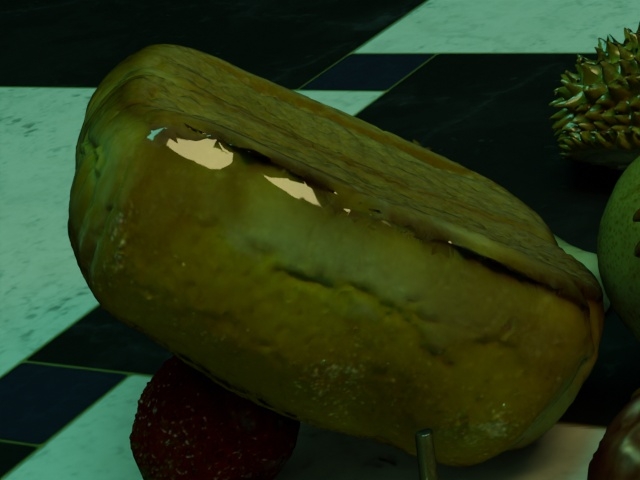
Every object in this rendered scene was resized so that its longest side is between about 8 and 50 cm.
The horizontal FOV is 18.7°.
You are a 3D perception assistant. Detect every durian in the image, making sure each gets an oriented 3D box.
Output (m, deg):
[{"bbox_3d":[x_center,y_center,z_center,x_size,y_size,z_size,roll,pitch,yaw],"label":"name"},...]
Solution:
[{"bbox_3d":[0.290,-0.116,1.521,0.250,0.138,0.183,3,34,45],"label":"durian"}]

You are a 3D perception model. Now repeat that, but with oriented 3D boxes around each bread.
[{"bbox_3d":[-0.004,0.007,1.224,0.337,0.148,0.328,23,11,-14],"label":"bread"}]

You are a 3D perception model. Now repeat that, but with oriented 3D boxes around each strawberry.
[{"bbox_3d":[-0.066,0.117,1.194,0.106,0.106,0.106,-10,22,4],"label":"strawberry"}]

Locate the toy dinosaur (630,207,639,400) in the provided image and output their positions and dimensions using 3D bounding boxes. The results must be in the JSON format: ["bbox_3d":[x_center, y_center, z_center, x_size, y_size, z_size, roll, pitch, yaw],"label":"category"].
[{"bbox_3d":[0.282,0.001,0.990,0.208,0.097,0.432,11,-37,-37],"label":"toy dinosaur"}]

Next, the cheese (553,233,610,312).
[{"bbox_3d":[0.142,0.012,1.395,0.065,0.043,0.194,-24,26,-15],"label":"cheese"}]

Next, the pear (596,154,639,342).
[{"bbox_3d":[0.250,0.007,1.188,0.167,0.167,0.136,-25,-12,-28],"label":"pear"}]

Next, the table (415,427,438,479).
[{"bbox_3d":[-0.005,0.186,0.960,0.240,0.111,0.121,-20,24,-18],"label":"table"}]

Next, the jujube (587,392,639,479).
[{"bbox_3d":[0.255,0.125,0.910,0.243,0.183,0.183,-18,22,7],"label":"jujube"}]
